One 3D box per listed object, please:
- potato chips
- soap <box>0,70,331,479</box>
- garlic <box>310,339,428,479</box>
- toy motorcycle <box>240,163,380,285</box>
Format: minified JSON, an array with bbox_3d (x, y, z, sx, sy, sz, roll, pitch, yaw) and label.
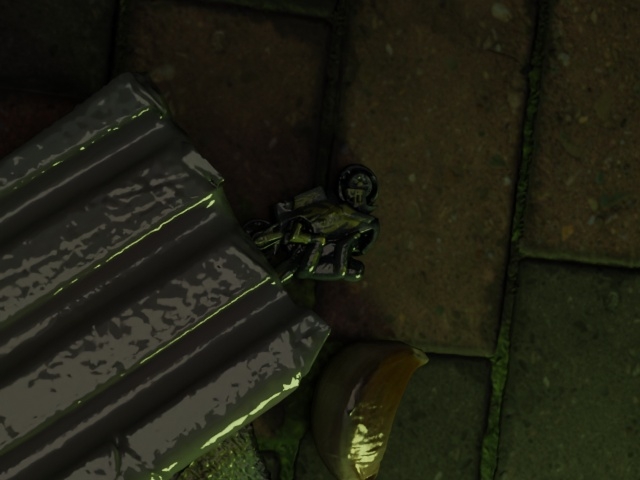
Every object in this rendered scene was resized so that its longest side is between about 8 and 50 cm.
[{"bbox_3d":[-0.083,0.321,1.524,0.220,0.029,0.202,32,86,-12],"label":"potato chips"},{"bbox_3d":[-0.266,0.100,1.303,0.435,0.213,0.350,-36,95,-18],"label":"soap"},{"bbox_3d":[0.052,0.211,1.521,0.129,0.090,0.198,10,87,-28],"label":"garlic"},{"bbox_3d":[0.000,0.000,1.502,0.193,0.061,0.124,-29,94,-19],"label":"toy motorcycle"}]
